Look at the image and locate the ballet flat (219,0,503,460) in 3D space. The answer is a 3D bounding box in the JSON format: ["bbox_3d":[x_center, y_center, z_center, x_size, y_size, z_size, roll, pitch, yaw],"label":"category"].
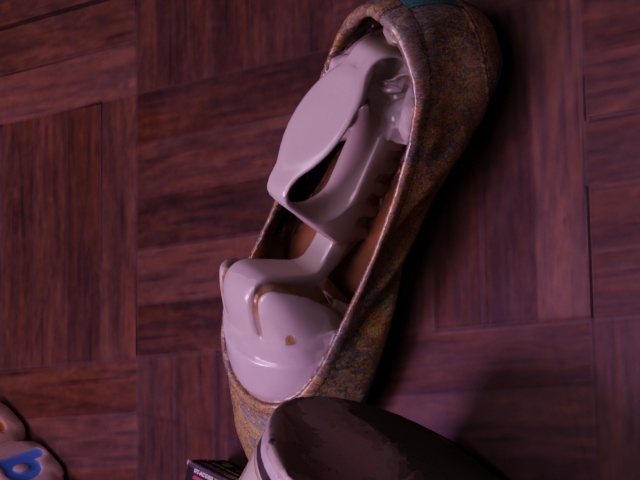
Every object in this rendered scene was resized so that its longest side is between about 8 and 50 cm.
[{"bbox_3d":[0.000,0.000,1.173,0.123,0.123,0.348,37,110,39],"label":"ballet flat"}]

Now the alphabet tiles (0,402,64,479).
[{"bbox_3d":[-0.314,0.204,1.334,0.284,0.278,0.021,40,133,37],"label":"alphabet tiles"}]

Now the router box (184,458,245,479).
[{"bbox_3d":[-0.048,0.209,1.241,0.122,0.038,0.092,20,99,41],"label":"router box"}]

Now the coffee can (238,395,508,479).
[{"bbox_3d":[-0.002,0.260,1.083,0.201,0.201,0.275,42,112,37],"label":"coffee can"}]
